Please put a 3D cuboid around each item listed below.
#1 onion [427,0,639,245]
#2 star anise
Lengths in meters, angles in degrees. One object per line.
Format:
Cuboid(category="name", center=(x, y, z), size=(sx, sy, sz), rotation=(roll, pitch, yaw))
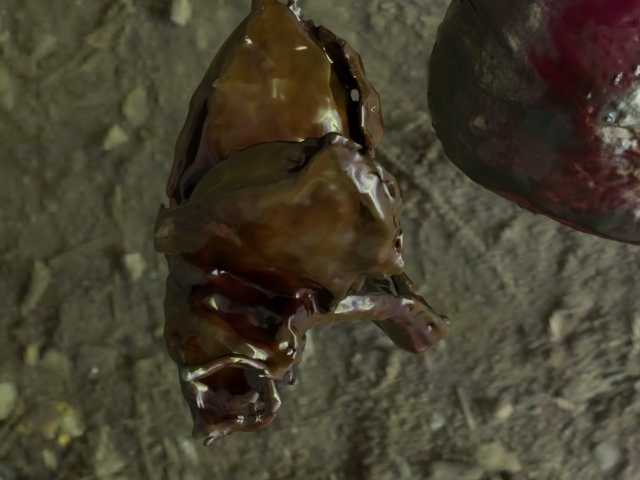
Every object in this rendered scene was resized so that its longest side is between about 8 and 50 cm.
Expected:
Cuboid(category="onion", center=(0.263, -0.165, 1.166), size=(0.337, 0.282, 0.260), rotation=(10, 122, -9))
Cuboid(category="star anise", center=(-0.010, 0.000, 0.790), size=(0.148, 0.346, 0.237), rotation=(4, 78, 13))
